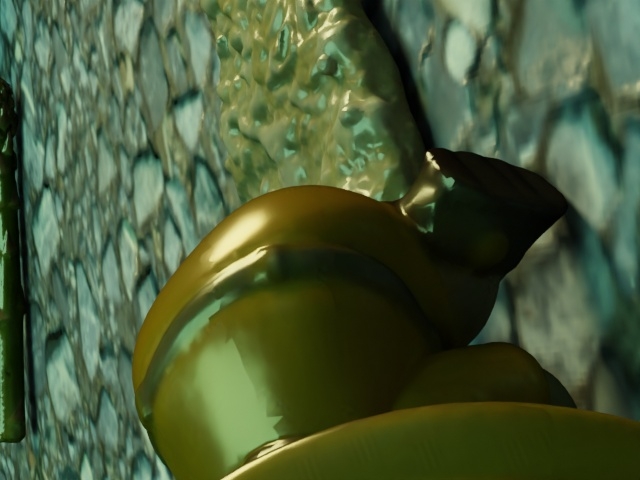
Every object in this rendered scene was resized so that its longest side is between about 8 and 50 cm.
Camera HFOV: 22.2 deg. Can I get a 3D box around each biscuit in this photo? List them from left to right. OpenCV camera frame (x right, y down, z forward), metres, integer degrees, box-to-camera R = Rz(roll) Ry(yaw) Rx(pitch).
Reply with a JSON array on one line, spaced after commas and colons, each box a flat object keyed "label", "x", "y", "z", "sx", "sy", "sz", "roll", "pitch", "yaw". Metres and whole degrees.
[{"label": "biscuit", "x": 0.002, "y": 0.004, "z": 0.569, "sx": 0.133, "sy": 0.032, "sz": 0.250, "roll": -176, "pitch": 81, "yaw": -65}]

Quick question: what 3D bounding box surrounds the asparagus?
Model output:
[{"label": "asparagus", "x": -0.202, "y": 0.014, "z": 1.052, "sx": 0.025, "sy": 0.024, "sz": 0.248, "roll": 24, "pitch": 117, "yaw": 56}]

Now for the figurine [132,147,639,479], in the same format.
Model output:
[{"label": "figurine", "x": 0.018, "y": 0.095, "z": 0.379, "sx": 0.192, "sy": 0.167, "sz": 0.257, "roll": -53, "pitch": 39, "yaw": 21}]
